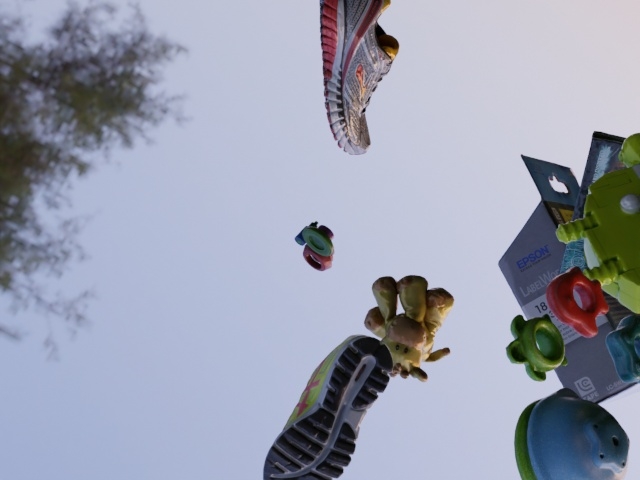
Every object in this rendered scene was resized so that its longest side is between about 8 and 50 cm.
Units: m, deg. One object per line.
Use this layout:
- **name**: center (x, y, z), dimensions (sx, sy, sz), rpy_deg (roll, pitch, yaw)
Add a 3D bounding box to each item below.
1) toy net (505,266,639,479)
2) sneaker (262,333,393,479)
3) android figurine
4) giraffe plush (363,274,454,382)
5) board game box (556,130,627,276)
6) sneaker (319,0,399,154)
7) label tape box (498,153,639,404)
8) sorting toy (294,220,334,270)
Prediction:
- **toy net**: center (0.181, 0.062, 0.757), dimensions (0.232, 0.045, 0.122), rpy_deg (-29, -91, -44)
- **sneaker**: center (0.008, 0.190, 1.412), dimensions (0.081, 0.208, 0.094), rpy_deg (35, -175, -12)
- **android figurine**: center (0.361, -0.017, 1.199), dimensions (0.273, 0.056, 0.248), rpy_deg (-14, -134, -3)
- **giraffe plush**: center (0.158, 0.187, 2.465), dimensions (0.182, 0.210, 0.170), rpy_deg (-1, -162, 17)
- **board game box**: center (0.356, -0.026, 1.487), dimensions (0.126, 0.186, 0.026), rpy_deg (15, -153, 12)
- **sneaker**: center (0.048, -0.200, 1.514), dimensions (0.093, 0.225, 0.088), rpy_deg (-2, -144, 1)
- **label tape box**: center (0.348, 0.058, 1.767), dimensions (0.241, 0.106, 0.333), rpy_deg (4, -124, -63)
- **sorting toy**: center (0.000, 0.000, 1.802), dimensions (0.061, 0.102, 0.042), rpy_deg (35, -117, 13)
